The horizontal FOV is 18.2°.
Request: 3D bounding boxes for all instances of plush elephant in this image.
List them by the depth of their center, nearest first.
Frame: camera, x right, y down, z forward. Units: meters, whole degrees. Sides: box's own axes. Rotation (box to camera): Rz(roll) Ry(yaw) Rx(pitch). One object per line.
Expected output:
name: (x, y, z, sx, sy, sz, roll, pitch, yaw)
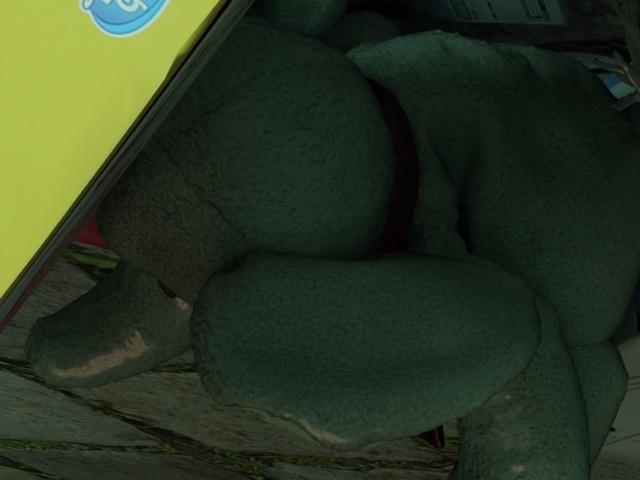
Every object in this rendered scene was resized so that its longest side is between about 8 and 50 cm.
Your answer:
plush elephant: (0.000, 0.000, 0.811, 0.255, 0.272, 0.330, 3, 140, -31)

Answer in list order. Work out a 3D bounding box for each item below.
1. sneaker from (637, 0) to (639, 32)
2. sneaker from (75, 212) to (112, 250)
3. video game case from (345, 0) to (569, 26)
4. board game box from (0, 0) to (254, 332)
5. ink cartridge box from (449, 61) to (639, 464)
sneaker: (0.139, -0.086, 0.668, 0.083, 0.098, 0.223, -12, 140, 0)
sneaker: (-0.114, -0.042, 1.014, 0.136, 0.116, 0.314, 6, 164, 16)
video game case: (0.041, -0.116, 0.862, 0.122, 0.011, 0.087, 4, 164, 17)
board game box: (-0.076, -0.044, 0.550, 0.064, 0.242, 0.316, 38, 126, -5)
ink cartridge box: (0.286, 0.048, 1.037, 0.395, 0.151, 0.270, 15, 163, -15)
